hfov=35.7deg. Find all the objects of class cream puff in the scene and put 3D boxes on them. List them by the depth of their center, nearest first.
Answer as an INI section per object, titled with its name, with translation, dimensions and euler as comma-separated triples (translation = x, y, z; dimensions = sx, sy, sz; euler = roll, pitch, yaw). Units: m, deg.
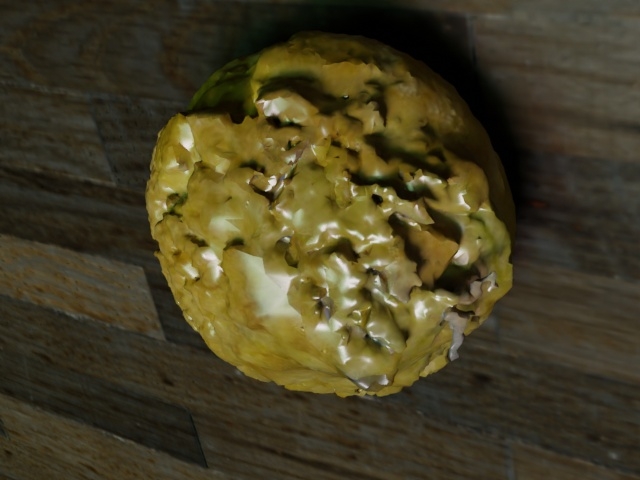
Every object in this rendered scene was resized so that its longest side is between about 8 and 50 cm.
[cream puff]
translation = 0.000, 0.000, 0.451
dimensions = 0.189, 0.129, 0.189
euler = 23, 137, 23
